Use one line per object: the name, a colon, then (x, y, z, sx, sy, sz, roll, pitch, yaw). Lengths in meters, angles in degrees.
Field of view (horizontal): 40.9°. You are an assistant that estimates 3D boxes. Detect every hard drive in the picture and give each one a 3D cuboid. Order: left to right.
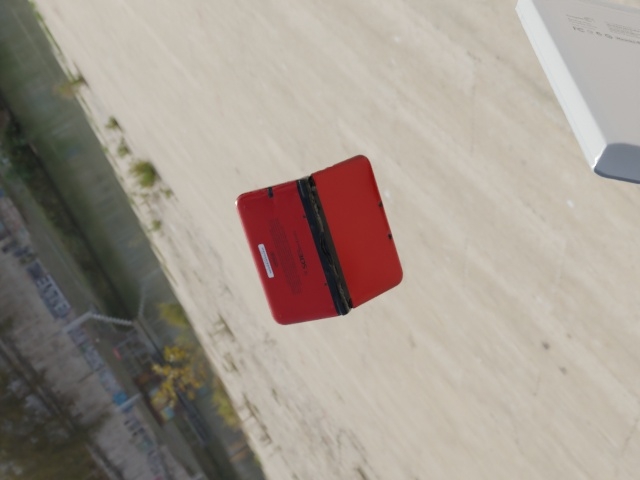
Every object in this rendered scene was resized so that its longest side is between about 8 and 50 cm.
hard drive: (0.371, -0.175, 0.974, 0.353, 0.233, 0.047, -94, 17, -50)

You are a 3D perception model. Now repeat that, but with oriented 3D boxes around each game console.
game console: (0.000, 0.000, 0.876, 0.085, 0.124, 0.144, -38, -67, -62)
